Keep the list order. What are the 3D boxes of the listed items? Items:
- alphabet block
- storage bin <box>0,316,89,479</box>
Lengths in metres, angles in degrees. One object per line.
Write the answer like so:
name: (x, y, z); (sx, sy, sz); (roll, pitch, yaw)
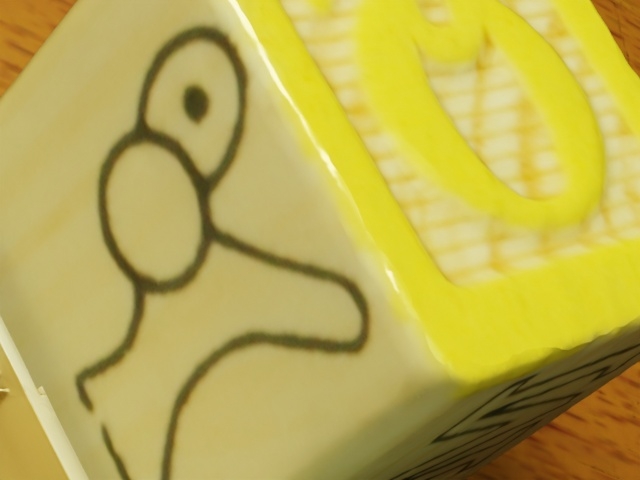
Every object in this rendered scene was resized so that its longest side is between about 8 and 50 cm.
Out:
alphabet block: (0.000, 0.000, 0.649); (0.193, 0.197, 0.192); (-16, 71, -47)
storage bin: (-0.167, 0.007, 0.501); (0.262, 0.123, 0.260); (61, 20, 14)
